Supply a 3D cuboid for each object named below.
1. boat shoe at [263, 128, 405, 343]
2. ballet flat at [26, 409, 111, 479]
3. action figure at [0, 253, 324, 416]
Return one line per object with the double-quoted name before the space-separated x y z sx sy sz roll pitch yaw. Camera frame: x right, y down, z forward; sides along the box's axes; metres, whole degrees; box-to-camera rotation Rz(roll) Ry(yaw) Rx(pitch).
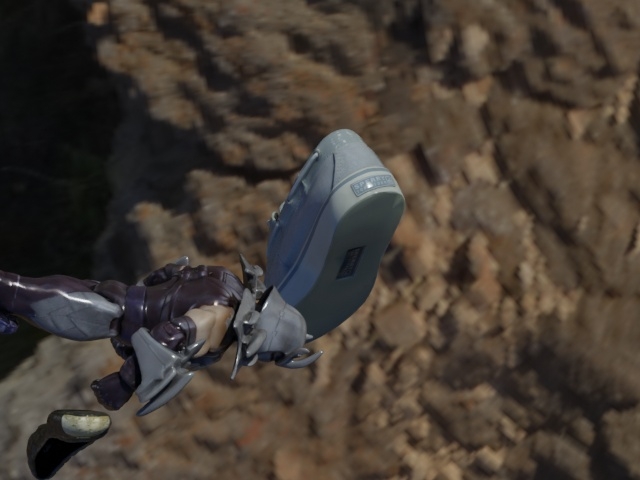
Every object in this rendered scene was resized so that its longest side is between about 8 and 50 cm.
"boat shoe" -0.001 0.000 1.434 0.081 0.079 0.227 65 149 27
"ballet flat" -0.225 0.181 1.696 0.057 0.173 0.049 8 72 -18
"action figure" -0.138 0.047 1.182 0.285 0.185 0.099 9 93 -4
